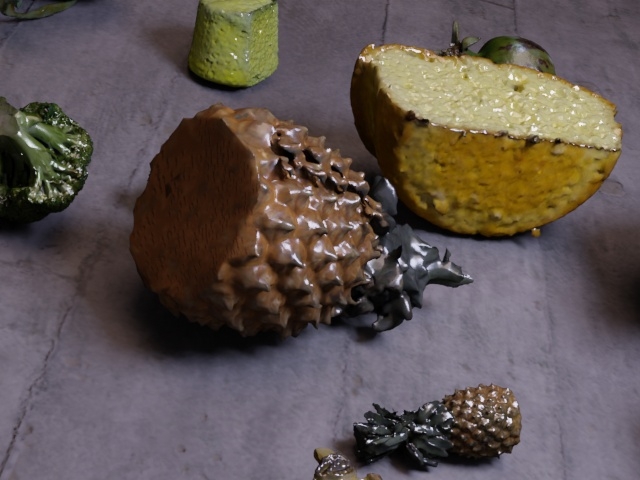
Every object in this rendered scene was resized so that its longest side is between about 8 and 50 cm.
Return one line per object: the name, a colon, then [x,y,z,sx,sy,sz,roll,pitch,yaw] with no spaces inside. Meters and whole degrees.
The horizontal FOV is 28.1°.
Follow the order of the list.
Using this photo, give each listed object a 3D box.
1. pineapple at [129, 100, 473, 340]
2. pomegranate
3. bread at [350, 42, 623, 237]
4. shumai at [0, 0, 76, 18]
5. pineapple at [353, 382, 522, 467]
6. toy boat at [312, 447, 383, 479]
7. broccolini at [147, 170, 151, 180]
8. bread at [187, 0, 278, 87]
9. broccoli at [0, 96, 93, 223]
pineapple: [-0.001,0.000,1.301,0.357,0.223,0.223,14,27,-41]
pomegranate: [0.250,-0.229,1.782,0.169,0.148,0.148,31,23,-30]
bread: [0.190,-0.107,1.554,0.340,0.179,0.194,8,35,-19]
shumai: [-0.401,-0.466,1.746,0.348,0.395,0.395,44,33,-5]
pineapple: [0.106,0.174,1.193,0.159,0.074,0.074,-6,38,-19]
toy boat: [0.054,0.259,1.034,0.088,0.068,0.226,-3,36,-37]
broccolini: [-0.132,-0.075,1.463,0.058,0.073,0.201,10,26,21]
bread: [-0.118,-0.272,1.724,0.111,0.114,0.129,18,28,14]
broccoli: [-0.308,-0.081,1.330,0.146,0.138,0.162,-24,56,-3]
